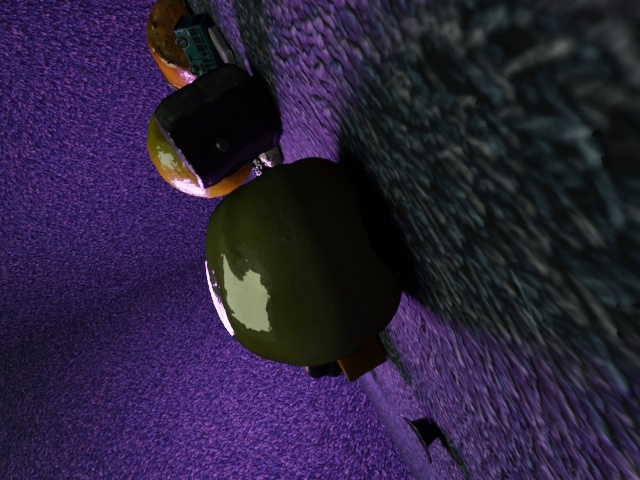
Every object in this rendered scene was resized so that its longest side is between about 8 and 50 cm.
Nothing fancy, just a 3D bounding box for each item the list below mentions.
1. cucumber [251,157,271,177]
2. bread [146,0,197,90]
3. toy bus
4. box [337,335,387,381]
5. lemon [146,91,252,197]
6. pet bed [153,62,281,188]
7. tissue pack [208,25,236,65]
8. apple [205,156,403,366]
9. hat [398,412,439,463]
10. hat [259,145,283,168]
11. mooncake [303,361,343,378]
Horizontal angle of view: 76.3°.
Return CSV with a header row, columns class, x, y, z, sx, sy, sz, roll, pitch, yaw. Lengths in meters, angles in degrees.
class,x,y,z,sx,sy,sz,roll,pitch,yaw
cucumber,-0.154,-0.181,1.221,0.072,0.072,0.299,54,169,50
bread,-0.458,-0.619,1.330,0.339,0.179,0.194,61,172,6
toy bus,-0.300,-0.487,1.048,0.160,0.092,0.079,73,-163,-51
box,0.016,0.167,1.132,0.264,0.116,0.415,64,172,-18
lemon,-0.357,-0.295,1.259,0.347,0.348,0.348,61,172,14
pet bed,-0.190,-0.221,0.808,0.159,0.211,0.183,47,165,30
tissue pack,-0.232,-0.454,0.966,0.108,0.023,0.056,59,172,28
apple,-0.029,0.029,0.555,0.278,0.280,0.279,61,172,14
hat,0.214,0.398,0.850,0.121,0.051,0.121,56,176,6
hat,-0.131,-0.216,1.001,0.076,0.059,0.077,54,165,26
mooncake,0.014,0.404,1.564,0.244,0.245,0.133,65,168,-17
